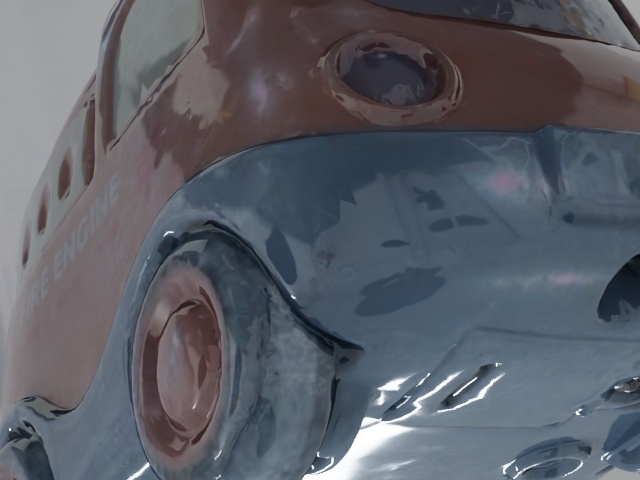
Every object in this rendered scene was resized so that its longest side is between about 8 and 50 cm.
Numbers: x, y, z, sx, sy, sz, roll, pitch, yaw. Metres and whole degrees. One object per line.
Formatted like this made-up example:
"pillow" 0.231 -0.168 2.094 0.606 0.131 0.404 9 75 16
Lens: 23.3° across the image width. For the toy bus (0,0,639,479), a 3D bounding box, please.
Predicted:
"toy bus" 0.000 0.000 0.522 0.197 0.231 0.294 4 149 -29
